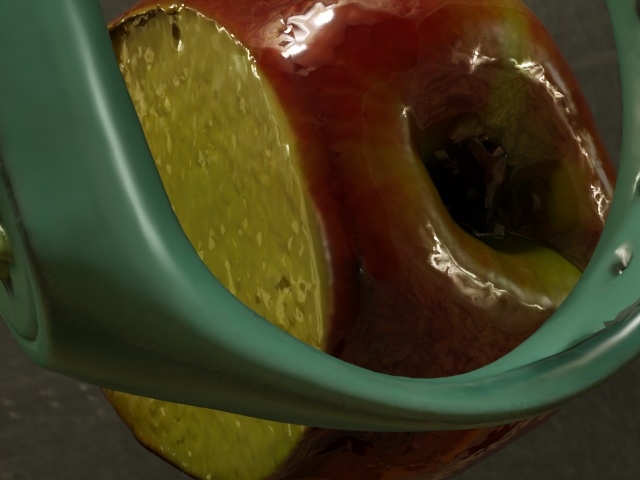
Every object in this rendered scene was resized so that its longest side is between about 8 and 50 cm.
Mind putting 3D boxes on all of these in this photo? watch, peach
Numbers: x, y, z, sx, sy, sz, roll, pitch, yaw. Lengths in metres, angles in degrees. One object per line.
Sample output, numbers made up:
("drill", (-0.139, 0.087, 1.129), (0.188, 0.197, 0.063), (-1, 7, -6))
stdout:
("watch", (-0.001, -0.071, 0.388), (0.195, 0.068, 0.237), (-20, 92, -20))
("peach", (0.000, 0.000, 0.800), (0.274, 0.245, 0.249), (-4, 69, 46))
